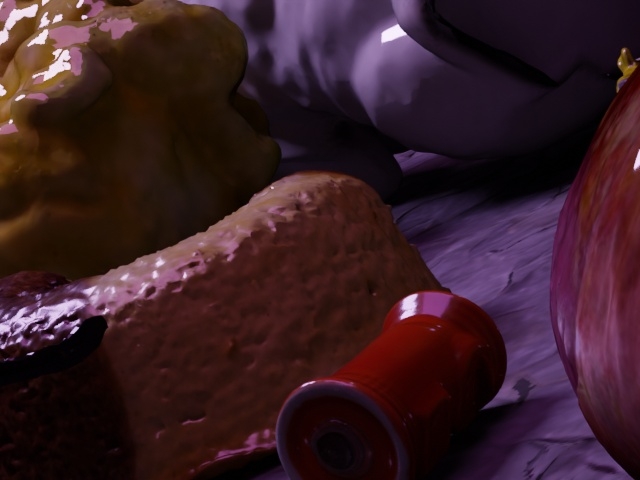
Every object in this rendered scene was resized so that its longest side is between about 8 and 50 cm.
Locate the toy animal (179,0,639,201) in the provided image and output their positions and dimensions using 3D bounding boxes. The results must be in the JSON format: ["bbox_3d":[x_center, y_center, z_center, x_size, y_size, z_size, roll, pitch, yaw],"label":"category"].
[{"bbox_3d":[0.026,-0.120,1.076,0.357,0.258,0.194,-15,40,52],"label":"toy animal"}]

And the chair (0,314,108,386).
[{"bbox_3d":[-0.166,0.083,0.560,0.213,0.174,0.149,-27,44,4],"label":"chair"}]

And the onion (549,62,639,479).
[{"bbox_3d":[0.146,-0.033,0.431,0.230,0.163,0.230,-28,2,1],"label":"onion"}]

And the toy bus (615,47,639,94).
[{"bbox_3d":[0.218,-0.070,0.689,0.226,0.081,0.074,-23,8,10],"label":"toy bus"}]

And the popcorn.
[{"bbox_3d":[-0.123,-0.038,1.016,0.200,0.203,0.226,-10,7,35],"label":"popcorn"}]

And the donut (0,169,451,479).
[{"bbox_3d":[-0.061,0.042,0.763,0.217,0.085,0.141,-21,10,8],"label":"donut"}]

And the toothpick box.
[{"bbox_3d":[0.025,0.049,0.625,0.047,0.047,0.083,-18,11,34],"label":"toothpick box"}]
